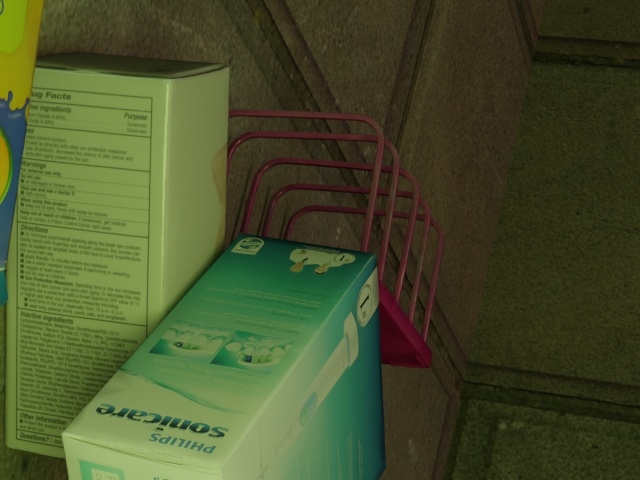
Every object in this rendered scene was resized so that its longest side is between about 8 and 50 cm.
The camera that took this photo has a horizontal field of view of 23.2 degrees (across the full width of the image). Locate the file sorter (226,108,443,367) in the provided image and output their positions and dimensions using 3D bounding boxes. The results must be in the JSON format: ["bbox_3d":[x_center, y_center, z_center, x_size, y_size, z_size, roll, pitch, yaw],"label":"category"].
[{"bbox_3d":[0.000,0.000,1.619,0.290,0.202,0.182,53,44,-64],"label":"file sorter"}]

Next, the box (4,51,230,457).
[{"bbox_3d":[-0.161,0.012,1.239,0.121,0.148,0.311,-27,123,-67],"label":"box"}]

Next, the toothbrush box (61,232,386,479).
[{"bbox_3d":[-0.058,0.161,1.177,0.295,0.126,0.216,-54,146,-53],"label":"toothbrush box"}]

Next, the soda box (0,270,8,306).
[{"bbox_3d":[-0.265,-0.040,1.036,0.071,0.067,0.210,-52,144,-57],"label":"soda box"}]

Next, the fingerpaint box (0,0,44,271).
[{"bbox_3d":[-0.302,-0.188,0.733,0.445,0.163,0.371,14,82,-70],"label":"fingerpaint box"}]
